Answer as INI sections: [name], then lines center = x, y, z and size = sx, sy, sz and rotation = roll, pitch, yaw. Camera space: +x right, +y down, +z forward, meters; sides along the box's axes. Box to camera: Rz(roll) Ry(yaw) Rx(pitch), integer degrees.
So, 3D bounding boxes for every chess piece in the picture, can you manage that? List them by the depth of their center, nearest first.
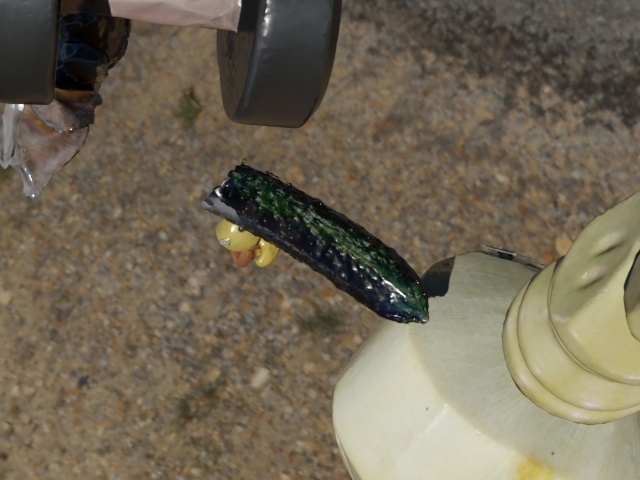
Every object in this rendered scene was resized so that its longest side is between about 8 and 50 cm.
[chess piece]
center = 0.142, 0.020, 0.496
size = 0.090, 0.200, 0.090
rotation = 1, 70, -2

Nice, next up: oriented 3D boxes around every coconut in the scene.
[coconut]
center = 0.173, 0.162, 1.126
size = 0.323, 0.323, 0.323
rotation = -17, 53, 24

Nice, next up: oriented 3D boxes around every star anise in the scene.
[star anise]
center = -0.192, -0.129, 0.855
size = 0.182, 0.065, 0.195
rotation = -64, 18, 7

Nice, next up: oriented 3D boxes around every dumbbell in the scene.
[dumbbell]
center = -0.106, -0.153, 0.708
size = 0.218, 0.152, 0.152
rotation = 3, 53, -14

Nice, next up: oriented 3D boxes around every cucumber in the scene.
[cucumber]
center = 0.000, -0.002, 1.005
size = 0.245, 0.067, 0.067
rotation = 29, 79, 25

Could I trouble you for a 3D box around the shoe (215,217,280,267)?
[shoe]
center = -0.074, -0.005, 1.244
size = 0.072, 0.109, 0.069
rotation = 45, 84, 0
